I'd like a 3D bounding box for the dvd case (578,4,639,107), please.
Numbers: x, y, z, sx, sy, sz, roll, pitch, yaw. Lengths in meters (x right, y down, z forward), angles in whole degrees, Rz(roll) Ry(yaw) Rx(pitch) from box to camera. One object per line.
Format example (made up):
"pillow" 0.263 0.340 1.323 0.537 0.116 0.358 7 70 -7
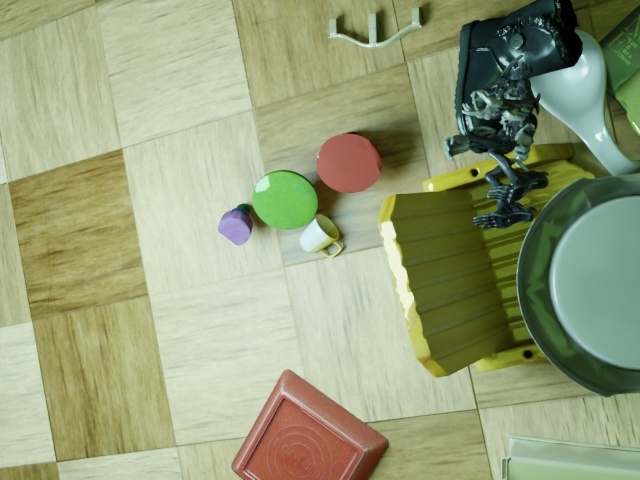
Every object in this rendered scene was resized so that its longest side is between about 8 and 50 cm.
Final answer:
"dvd case" 0.575 -0.322 1.294 0.221 0.018 0.164 -43 76 17

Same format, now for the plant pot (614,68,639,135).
"plant pot" 0.604 -0.226 1.165 0.254 0.276 0.276 -35 78 28

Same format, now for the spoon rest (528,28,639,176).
"spoon rest" 0.450 -0.229 1.303 0.137 0.084 0.276 -37 79 39

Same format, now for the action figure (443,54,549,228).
"action figure" 0.267 -0.166 1.179 0.141 0.164 0.275 4 59 0

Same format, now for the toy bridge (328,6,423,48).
"toy bridge" 0.102 -0.401 1.478 0.188 0.026 0.063 -2 91 22

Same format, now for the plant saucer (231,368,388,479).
"plant saucer" -0.036 0.433 1.538 0.258 0.048 0.259 33 102 18

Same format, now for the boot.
"boot" 0.335 -0.282 1.311 0.207 0.094 0.246 -4 83 50

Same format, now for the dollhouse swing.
"dollhouse swing" 0.309 0.030 1.255 0.315 0.305 0.347 -17 84 22

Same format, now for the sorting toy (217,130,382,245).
"sorting toy" -0.042 -0.116 1.505 0.365 0.126 0.127 -29 115 24

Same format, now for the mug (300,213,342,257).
"mug" -0.003 -0.002 1.511 0.064 0.062 0.078 -42 69 25

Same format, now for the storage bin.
"storage bin" 0.445 0.485 1.306 0.262 0.123 0.260 1 92 22

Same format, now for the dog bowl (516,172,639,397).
"dog bowl" 0.469 0.062 1.142 0.349 0.102 0.348 -1 87 13
